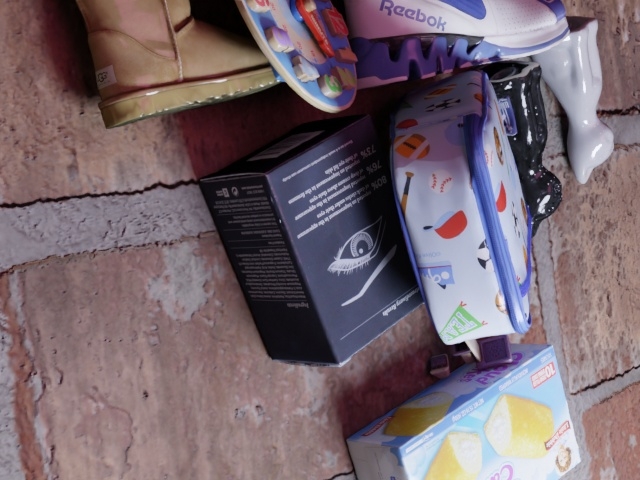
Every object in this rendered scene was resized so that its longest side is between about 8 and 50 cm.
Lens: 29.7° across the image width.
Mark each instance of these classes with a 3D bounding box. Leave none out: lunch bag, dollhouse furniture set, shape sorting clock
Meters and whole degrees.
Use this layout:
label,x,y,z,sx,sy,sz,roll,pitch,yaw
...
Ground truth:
label,x,y,z,sx,sy,sz,roll,pitch,yaw
lunch bag,0.155,-0.036,1.241,0.303,0.114,0.243,-62,135,-67
dollhouse furniture set,0.153,0.081,1.352,0.081,0.091,0.114,54,26,-48
shape sorting clock,-0.024,-0.216,1.140,0.206,0.040,0.206,49,25,-34

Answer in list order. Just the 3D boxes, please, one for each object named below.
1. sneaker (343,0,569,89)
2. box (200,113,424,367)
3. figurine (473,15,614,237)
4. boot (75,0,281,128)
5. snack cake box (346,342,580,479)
label,x,y,z,sx,sy,sz,roll,pitch,yaw
sneaker,0.139,-0.276,1.308,0.315,0.127,0.182,-19,103,-38
box,0.000,0.000,1.190,0.153,0.108,0.207,-31,109,-37
figurine,0.281,-0.141,1.462,0.215,0.092,0.209,-39,120,-36
boot,-0.137,-0.254,1.097,0.236,0.089,0.270,-20,98,-46
snack cake box,0.165,0.234,1.337,0.264,0.089,0.152,-26,105,-38
